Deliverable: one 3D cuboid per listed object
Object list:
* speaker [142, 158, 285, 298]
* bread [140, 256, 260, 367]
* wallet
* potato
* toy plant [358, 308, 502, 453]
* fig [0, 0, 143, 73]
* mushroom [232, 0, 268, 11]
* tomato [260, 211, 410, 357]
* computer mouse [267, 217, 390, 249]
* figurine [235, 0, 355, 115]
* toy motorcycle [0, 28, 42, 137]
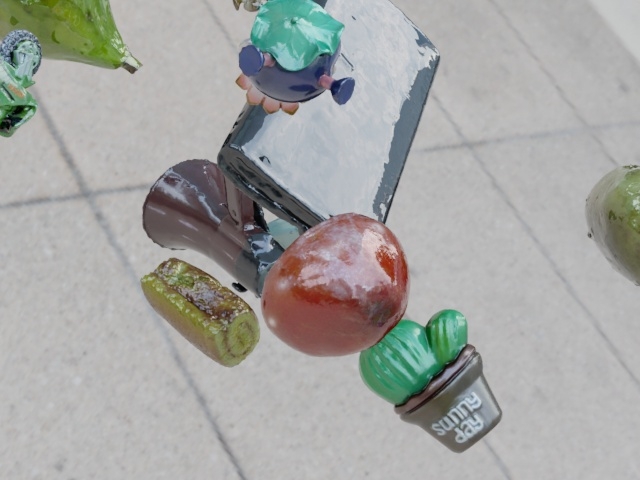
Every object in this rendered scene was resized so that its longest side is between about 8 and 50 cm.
[{"bbox_3d":[-0.157,-0.048,2.036,0.198,0.259,0.329,3,17,-42],"label":"speaker"},{"bbox_3d":[-0.183,0.109,1.731,0.172,0.132,0.103,33,72,29],"label":"bread"},{"bbox_3d":[0.026,-0.171,1.403,0.228,0.062,0.406,40,47,-20],"label":"wallet"},{"bbox_3d":[0.544,-0.031,1.874,0.210,0.173,0.307,58,6,-12],"label":"potato"},{"bbox_3d":[0.124,0.147,1.291,0.200,0.143,0.105,50,15,6],"label":"toy plant"},{"bbox_3d":[-0.399,-0.367,1.643,0.314,0.233,0.233,50,39,-5],"label":"fig"},{"bbox_3d":[-0.062,-0.352,1.592,0.060,0.061,0.187,-15,24,-39],"label":"mushroom"},{"bbox_3d":[0.027,0.057,1.089,0.159,0.139,0.091,-29,37,-12],"label":"tomato"},{"bbox_3d":[0.002,-0.005,2.097,0.159,0.288,0.097,48,46,-29],"label":"computer mouse"},{"bbox_3d":[-0.026,-0.176,1.100,0.111,0.195,0.102,9,84,-6],"label":"figurine"},{"bbox_3d":[-0.343,-0.144,1.090,0.074,0.106,0.190,10,24,33],"label":"toy motorcycle"}]
